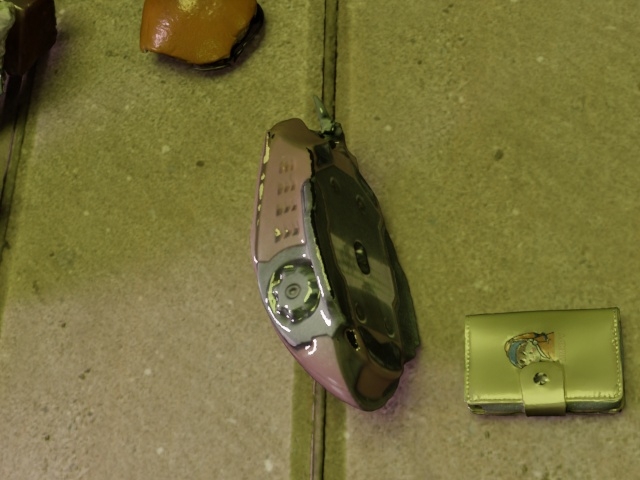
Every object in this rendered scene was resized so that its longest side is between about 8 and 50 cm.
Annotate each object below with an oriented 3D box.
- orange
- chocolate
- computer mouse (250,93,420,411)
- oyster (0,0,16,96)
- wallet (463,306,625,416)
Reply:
[{"bbox_3d":[-0.162,-0.298,1.351,0.170,0.112,0.160,-18,59,-3],"label":"orange"},{"bbox_3d":[-0.524,-0.345,1.413,0.321,0.112,0.112,23,44,3],"label":"chocolate"},{"bbox_3d":[-0.005,0.004,1.099,0.115,0.199,0.389,-24,58,20],"label":"computer mouse"},{"bbox_3d":[-0.514,-0.219,1.362,0.199,0.112,0.267,23,115,-4],"label":"oyster"},{"bbox_3d":[0.224,0.123,1.040,0.155,0.039,0.110,-4,60,17],"label":"wallet"}]
